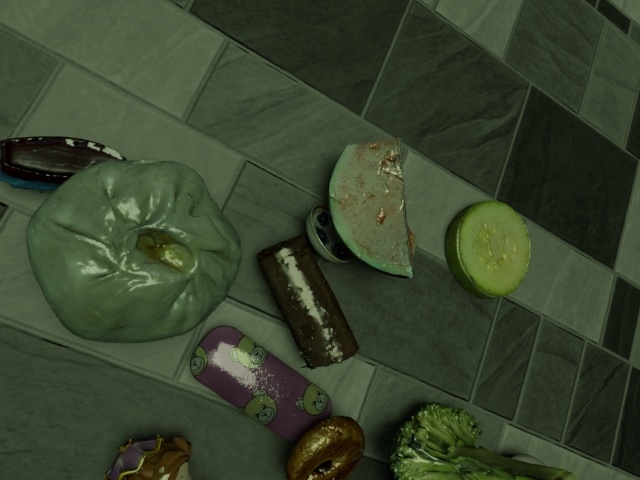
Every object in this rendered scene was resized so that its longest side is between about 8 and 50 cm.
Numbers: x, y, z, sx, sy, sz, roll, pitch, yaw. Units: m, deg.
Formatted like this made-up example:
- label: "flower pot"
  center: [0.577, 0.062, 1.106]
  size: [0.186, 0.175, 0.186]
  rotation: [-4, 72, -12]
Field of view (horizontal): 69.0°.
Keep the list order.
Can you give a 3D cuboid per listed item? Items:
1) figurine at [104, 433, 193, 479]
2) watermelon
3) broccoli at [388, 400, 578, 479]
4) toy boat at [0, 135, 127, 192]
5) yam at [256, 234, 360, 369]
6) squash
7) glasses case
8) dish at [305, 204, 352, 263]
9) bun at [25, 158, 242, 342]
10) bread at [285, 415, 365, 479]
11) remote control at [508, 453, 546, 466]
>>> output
- label: "figurine"
  center: [-0.272, 0.464, 0.818]
  size: [0.190, 0.142, 0.263]
  rotation: [-21, 92, -8]
- label: "watermelon"
  center: [0.134, -0.056, 1.012]
  size: [0.224, 0.180, 0.305]
  rotation: [2, 75, -27]
- label: "broccoli"
  center: [0.333, 0.462, 0.949]
  size: [0.252, 0.362, 0.221]
  rotation: [41, 58, -52]
- label: "toy boat"
  center: [-0.464, -0.134, 0.844]
  size: [0.223, 0.097, 0.100]
  rotation: [-3, 81, -38]
- label: "yam"
  center: [-0.028, 0.130, 0.963]
  size: [0.131, 0.131, 0.279]
  rotation: [-27, 93, -22]
- label: "squash"
  center: [0.440, 0.021, 1.197]
  size: [0.252, 0.049, 0.251]
  rotation: [3, 82, -22]
- label: "glasses case"
  center: [-0.113, 0.292, 0.932]
  size: [0.316, 0.076, 0.123]
  rotation: [39, 75, -15]
- label: "dish"
  center: [0.000, 0.000, 1.019]
  size: [0.141, 0.078, 0.141]
  rotation: [37, 35, -33]
- label: "bun"
  center: [-0.309, 0.027, 0.805]
  size: [0.355, 0.194, 0.354]
  rotation: [-3, 96, -30]
- label: "bread"
  center: [0.010, 0.431, 0.937]
  size: [0.193, 0.064, 0.193]
  rotation: [-17, 125, -26]
- label: "remote control"
  center: [0.444, 0.665, 1.088]
  size: [0.221, 0.103, 0.332]
  rotation: [48, 70, -16]
